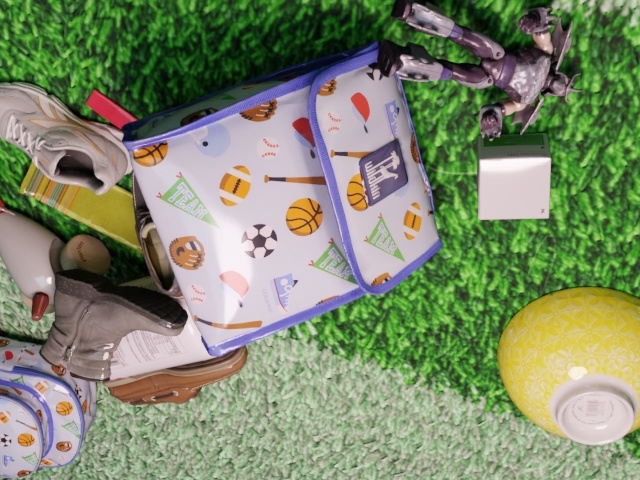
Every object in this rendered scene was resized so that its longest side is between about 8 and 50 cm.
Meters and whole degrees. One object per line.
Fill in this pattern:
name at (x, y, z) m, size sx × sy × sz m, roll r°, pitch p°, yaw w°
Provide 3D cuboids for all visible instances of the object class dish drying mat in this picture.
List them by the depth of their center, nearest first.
dish drying mat at (-0.320, -0.197, 1.282) m, size 0.083 × 0.008 × 0.032 m, roll 35°, pitch 121°, yaw -12°

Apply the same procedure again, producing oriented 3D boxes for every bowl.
bowl at (0.436, 0.233, 1.342) m, size 0.289 × 0.156 × 0.289 m, roll 4°, pitch 123°, yaw 7°

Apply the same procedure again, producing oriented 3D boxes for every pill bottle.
pill bottle at (-0.246, 0.131, 1.392) m, size 0.283 × 0.160 × 0.160 m, roll -14°, pitch 119°, yaw 18°

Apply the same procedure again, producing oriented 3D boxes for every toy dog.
toy dog at (-0.522, 0.017, 1.365) m, size 0.333 × 0.161 × 0.220 m, roll 24°, pitch 123°, yaw -6°

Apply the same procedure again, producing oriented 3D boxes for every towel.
towel at (-0.372, -0.062, 1.371) m, size 0.237 × 0.021 × 0.102 m, roll 28°, pitch 124°, yaw -9°

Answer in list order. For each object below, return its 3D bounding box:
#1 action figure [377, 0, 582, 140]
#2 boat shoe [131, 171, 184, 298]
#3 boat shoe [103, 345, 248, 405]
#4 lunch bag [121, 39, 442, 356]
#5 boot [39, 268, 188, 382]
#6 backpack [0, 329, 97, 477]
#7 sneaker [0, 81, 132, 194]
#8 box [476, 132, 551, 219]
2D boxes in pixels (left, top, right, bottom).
action figure at (0.220, -0.230, 1.095) m, size 0.285 × 0.099 × 0.185 m, roll 12°, pitch 107°, yaw -15°
boat shoe at (-0.245, -0.019, 1.285) m, size 0.080 × 0.073 × 0.223 m, roll -18°, pitch 82°, yaw 7°
boat shoe at (-0.252, 0.233, 1.501) m, size 0.307 × 0.111 × 0.104 m, roll -10°, pitch 126°, yaw 27°
lunch bag at (-0.039, -0.069, 1.156) m, size 0.385 × 0.239 × 0.328 m, roll -20°, pitch 110°, yaw -9°
boot at (-0.323, 0.150, 1.303) m, size 0.246 × 0.083 × 0.161 m, roll 16°, pitch 102°, yaw 21°
backpack at (-0.557, 0.309, 1.546) m, size 0.263 × 0.213 × 0.276 m, roll 3°, pitch 121°, yaw -4°
sneaker at (-0.415, -0.153, 1.259) m, size 0.262 × 0.121 × 0.099 m, roll 21°, pitch 123°, yaw -4°
box at (0.277, -0.092, 1.197) m, size 0.101 × 0.087 × 0.102 m, roll -1°, pitch 123°, yaw 10°
